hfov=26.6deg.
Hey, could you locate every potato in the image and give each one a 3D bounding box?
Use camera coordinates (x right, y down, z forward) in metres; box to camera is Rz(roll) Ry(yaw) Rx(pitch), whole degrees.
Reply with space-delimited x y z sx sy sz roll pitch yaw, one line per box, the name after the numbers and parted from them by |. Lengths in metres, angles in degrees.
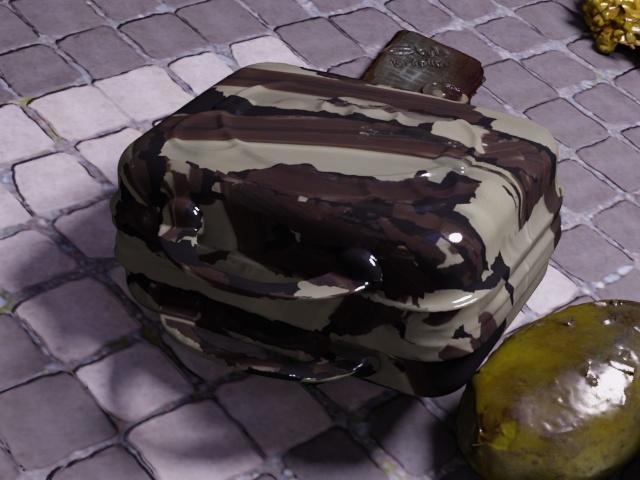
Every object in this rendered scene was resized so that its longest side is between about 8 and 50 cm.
0.213 0.127 1.132 0.251 0.113 0.149 -21 48 -36 | potato

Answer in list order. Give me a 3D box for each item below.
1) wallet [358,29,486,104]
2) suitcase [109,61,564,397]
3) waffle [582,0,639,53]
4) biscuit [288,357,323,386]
0.101 -0.164 1.507 0.122 0.031 0.232 23 39 12 | wallet
0.000 0.000 1.140 0.352 0.194 0.339 15 34 23 | suitcase
0.428 -0.285 1.733 0.193 0.070 0.197 27 43 14 | waffle
0.013 0.101 1.172 0.089 0.016 0.046 -13 47 -31 | biscuit
